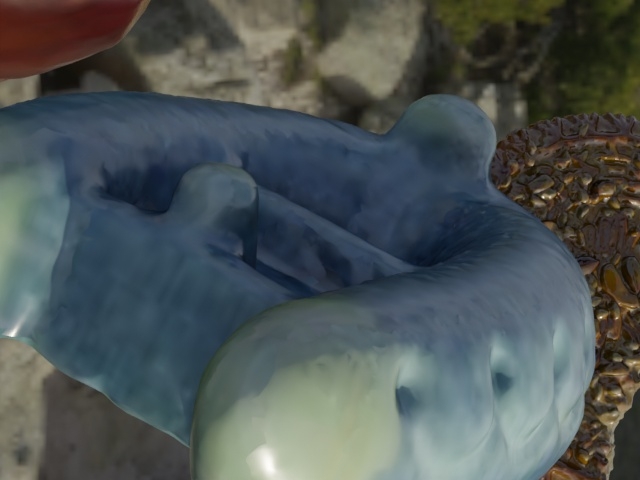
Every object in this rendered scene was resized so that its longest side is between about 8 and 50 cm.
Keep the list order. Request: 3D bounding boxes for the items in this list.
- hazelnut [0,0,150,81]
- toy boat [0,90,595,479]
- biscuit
[{"bbox_3d":[-0.201,-0.264,0.921,0.409,0.359,0.359,-58,137,-52],"label":"hazelnut"},{"bbox_3d":[0.000,0.000,0.586,0.330,0.215,0.123,3,111,-64],"label":"toy boat"},{"bbox_3d":[0.111,0.024,0.809,0.025,0.126,0.206,139,-34,-71],"label":"biscuit"}]
